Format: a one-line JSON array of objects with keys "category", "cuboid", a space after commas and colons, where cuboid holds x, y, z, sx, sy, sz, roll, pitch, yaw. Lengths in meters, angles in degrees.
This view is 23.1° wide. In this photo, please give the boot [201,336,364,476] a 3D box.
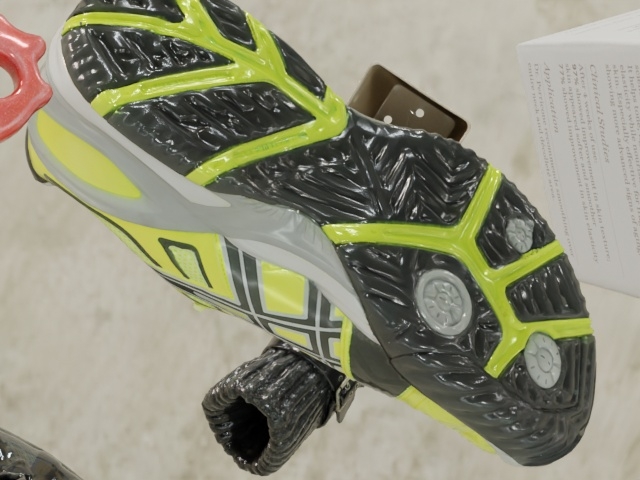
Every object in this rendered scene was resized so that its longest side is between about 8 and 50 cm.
[{"category": "boot", "cuboid": [0.002, 0.079, 1.630, 0.260, 0.348, 0.131, -32, 52, -29]}]

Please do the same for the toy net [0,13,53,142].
[{"category": "toy net", "cuboid": [-0.101, -0.112, 0.487, 0.122, 0.045, 0.232, 46, 60, -4]}]

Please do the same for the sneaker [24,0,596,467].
[{"category": "sneaker", "cuboid": [0.000, 0.000, 0.916, 0.385, 0.147, 0.145, 39, 54, -10]}]

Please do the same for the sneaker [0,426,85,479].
[{"category": "sneaker", "cuboid": [-0.239, 0.251, 1.321, 0.483, 0.202, 0.185, 22, 61, 14]}]

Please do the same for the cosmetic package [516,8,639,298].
[{"category": "cosmetic package", "cuboid": [0.493, -0.121, 1.898, 0.327, 0.329, 0.394, -17, 13, -18]}]

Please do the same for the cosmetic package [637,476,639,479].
[{"category": "cosmetic package", "cuboid": [0.302, 0.338, 1.103, 0.097, 0.284, 0.377, 21, 22, -26]}]

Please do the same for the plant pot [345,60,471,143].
[{"category": "plant pot", "cuboid": [0.074, -0.097, 1.468, 0.109, 0.109, 0.096, 34, 13, 5]}]
